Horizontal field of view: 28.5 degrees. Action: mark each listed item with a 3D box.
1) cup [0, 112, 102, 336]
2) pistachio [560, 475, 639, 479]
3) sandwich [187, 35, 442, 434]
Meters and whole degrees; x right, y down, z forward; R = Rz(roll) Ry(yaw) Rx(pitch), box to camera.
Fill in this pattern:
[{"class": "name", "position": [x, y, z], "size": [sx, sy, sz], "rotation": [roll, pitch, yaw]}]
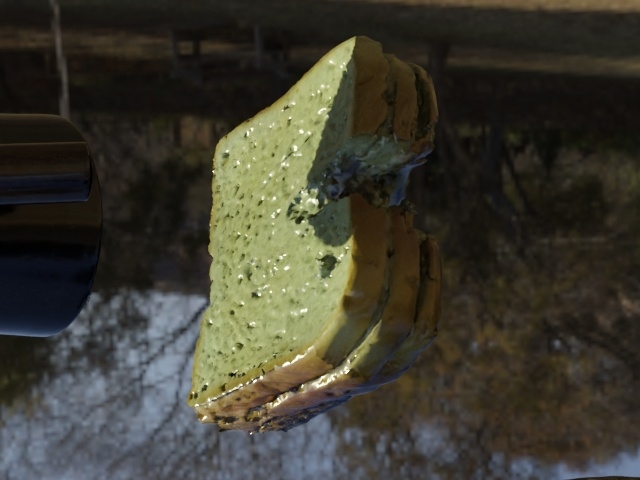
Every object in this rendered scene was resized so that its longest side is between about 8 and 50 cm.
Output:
[{"class": "cup", "position": [-0.252, -0.036, 0.865], "size": [0.177, 0.166, 0.239], "rotation": [3, 142, -39]}, {"class": "pistachio", "position": [0.142, 0.189, 0.630], "size": [0.238, 0.137, 0.153], "rotation": [4, 173, -37]}, {"class": "sandwich", "position": [-0.001, 0.000, 1.001], "size": [0.095, 0.273, 0.249], "rotation": [20, 148, -29]}]
